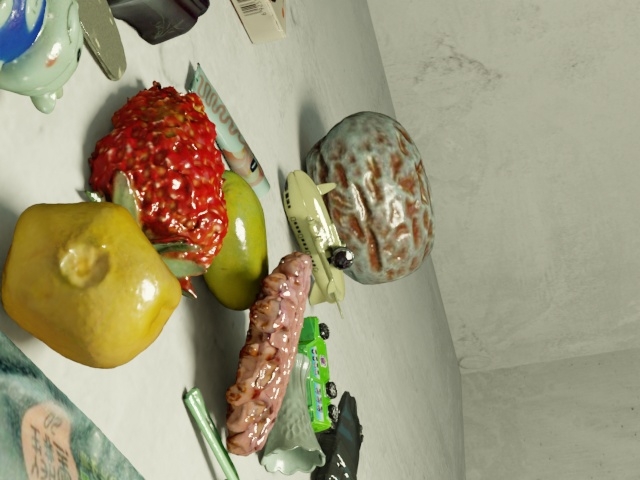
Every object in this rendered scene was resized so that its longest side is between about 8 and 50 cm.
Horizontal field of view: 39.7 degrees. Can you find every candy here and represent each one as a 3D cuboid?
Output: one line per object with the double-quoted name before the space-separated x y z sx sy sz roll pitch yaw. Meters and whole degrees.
"candy" -0.082 0.268 0.942 0.073 0.077 0.262 -48 120 -55

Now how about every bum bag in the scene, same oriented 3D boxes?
"bum bag" 0.028 0.347 1.339 0.248 0.060 0.123 -82 156 -50

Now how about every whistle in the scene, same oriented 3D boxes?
"whistle" -0.226 -0.160 0.589 0.244 0.092 0.110 40 52 -72

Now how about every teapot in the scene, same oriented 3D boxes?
"teapot" -0.164 -0.274 0.939 0.177 0.096 0.087 29 51 -74

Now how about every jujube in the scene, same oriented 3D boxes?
"jujube" 0.094 -0.087 1.628 0.246 0.215 0.308 -76 151 -63

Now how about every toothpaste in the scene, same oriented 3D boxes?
"toothpaste" -0.120 -0.136 1.159 0.056 0.036 0.205 -86 157 -43

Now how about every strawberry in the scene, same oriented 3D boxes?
"strawberry" -0.136 -0.062 0.878 0.228 0.098 0.174 -82 157 -54

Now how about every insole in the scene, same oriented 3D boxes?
"insole" -0.234 -0.258 0.816 0.081 0.011 0.248 -84 159 -55

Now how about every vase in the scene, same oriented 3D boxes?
"vase" -0.038 0.215 1.134 0.081 0.081 0.149 63 17 -50

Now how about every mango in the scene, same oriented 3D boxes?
"mango" -0.097 0.007 1.005 0.122 0.085 0.191 -107 -179 -54

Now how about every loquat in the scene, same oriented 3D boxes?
"loquat" -0.165 0.029 0.642 0.113 0.137 0.137 -62 159 -7

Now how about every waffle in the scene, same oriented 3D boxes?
"waffle" -0.056 0.128 1.007 0.221 0.055 0.234 -53 159 -74

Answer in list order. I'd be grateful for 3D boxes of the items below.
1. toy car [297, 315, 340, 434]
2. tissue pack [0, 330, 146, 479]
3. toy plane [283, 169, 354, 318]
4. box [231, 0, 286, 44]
"toy car" -0.023 0.186 1.233 0.062 0.071 0.165 24 55 -57
"tissue pack" -0.182 0.224 0.438 0.228 0.103 0.316 64 19 -45
"toy plane" 0.000 0.000 1.443 0.229 0.092 0.244 -113 -169 -74
"box" -0.116 -0.515 1.421 0.214 0.069 0.353 60 24 -55
